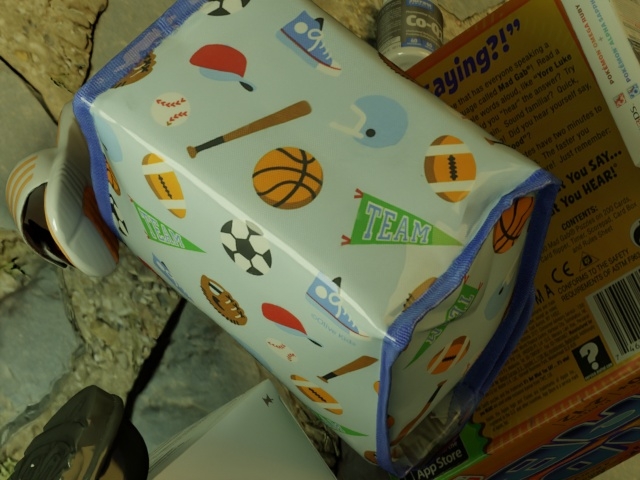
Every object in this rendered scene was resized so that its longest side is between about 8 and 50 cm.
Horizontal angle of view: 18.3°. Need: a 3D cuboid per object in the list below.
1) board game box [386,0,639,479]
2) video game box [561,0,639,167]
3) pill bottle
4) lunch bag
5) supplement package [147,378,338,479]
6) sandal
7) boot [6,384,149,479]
[{"bbox_3d":[0.229,0.014,1.909,0.356,0.356,0.356,8,54,-58],"label":"board game box"},{"bbox_3d":[0.303,-0.129,1.735,0.205,0.048,0.187,18,44,-51],"label":"video game box"},{"bbox_3d":[0.103,-0.234,2.282,0.078,0.078,0.137,34,39,-31],"label":"pill bottle"},{"bbox_3d":[0.000,0.000,1.603,0.328,0.385,0.239,39,68,18],"label":"lunch bag"},{"bbox_3d":[-0.060,0.282,1.574,0.262,0.145,0.204,55,33,-2],"label":"supplement package"},{"bbox_3d":[-0.225,-0.035,1.706,0.265,0.076,0.102,-99,164,-65],"label":"sandal"},{"bbox_3d":[-0.128,0.302,1.404,0.260,0.131,0.348,25,71,-23],"label":"boot"}]
